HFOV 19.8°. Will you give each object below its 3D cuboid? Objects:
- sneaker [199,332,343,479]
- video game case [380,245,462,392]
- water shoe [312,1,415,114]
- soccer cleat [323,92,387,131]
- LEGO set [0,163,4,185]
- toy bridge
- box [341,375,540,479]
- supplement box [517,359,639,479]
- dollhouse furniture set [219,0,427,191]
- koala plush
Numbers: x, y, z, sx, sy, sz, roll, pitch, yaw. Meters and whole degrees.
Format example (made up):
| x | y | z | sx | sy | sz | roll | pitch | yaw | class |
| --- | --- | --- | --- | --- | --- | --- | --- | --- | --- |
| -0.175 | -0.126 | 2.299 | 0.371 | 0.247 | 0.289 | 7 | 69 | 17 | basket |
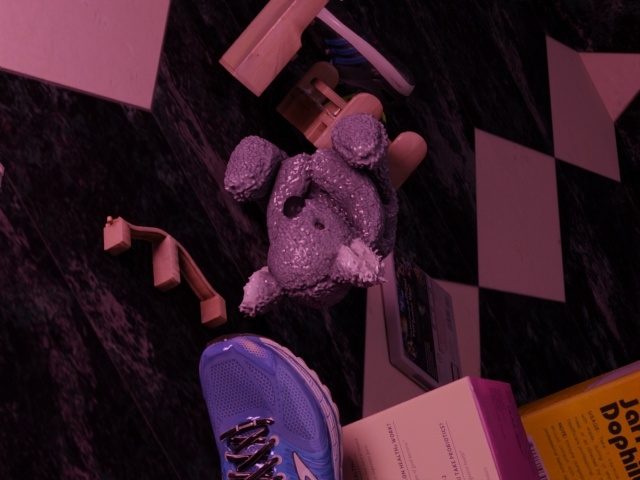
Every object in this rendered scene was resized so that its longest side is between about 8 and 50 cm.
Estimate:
| x | y | z | sx | sy | sz | roll | pitch | yaw | class |
| --- | --- | --- | --- | --- | --- | --- | --- | --- | --- |
| -0.040 | 0.249 | 1.840 | 0.330 | 0.129 | 0.147 | 67 | 21 | 3 | sneaker |
| 0.136 | 0.117 | 2.461 | 0.173 | 0.022 | 0.190 | 41 | 35 | -45 | video game case |
| 0.036 | -0.256 | 2.547 | 0.203 | 0.080 | 0.073 | 43 | 18 | 10 | water shoe |
| 0.068 | -0.145 | 2.497 | 0.179 | 0.072 | 0.060 | 33 | 40 | -51 | soccer cleat |
| -0.316 | 0.010 | 1.552 | 0.093 | 0.087 | 0.227 | 54 | 20 | -31 | LEGO set |
| -0.163 | 0.023 | 1.922 | 0.188 | 0.026 | 0.063 | 42 | 31 | -43 | toy bridge |
| 0.110 | 0.289 | 1.970 | 0.117 | 0.243 | 0.214 | 16 | 53 | -60 | box |
| 0.414 | 0.277 | 2.473 | 0.194 | 0.356 | 0.195 | -16 | 82 | -66 | supplement box |
| 0.024 | -0.197 | 2.250 | 0.242 | 0.161 | 0.212 | 39 | 3 | -20 | dollhouse furniture set |
| 0.000 | 0.000 | 2.092 | 0.221 | 0.196 | 0.203 | -81 | 154 | -57 | koala plush |
